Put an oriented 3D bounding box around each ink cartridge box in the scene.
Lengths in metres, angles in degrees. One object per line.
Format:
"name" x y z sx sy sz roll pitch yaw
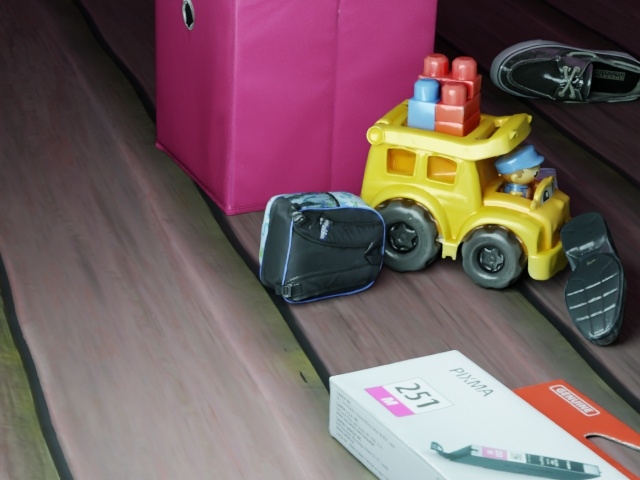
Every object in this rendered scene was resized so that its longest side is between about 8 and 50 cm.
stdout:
"ink cartridge box" 0.173 0.164 1.331 0.239 0.060 0.275 -11 26 -27

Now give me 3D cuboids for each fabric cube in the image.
"fabric cube" -0.036 -0.202 1.942 0.259 0.258 0.254 -8 25 -24

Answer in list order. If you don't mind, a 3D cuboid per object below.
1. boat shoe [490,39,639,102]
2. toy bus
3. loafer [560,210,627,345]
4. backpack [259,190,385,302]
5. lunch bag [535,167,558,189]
"boat shoe" 0.338 -0.223 2.269 0.219 0.077 0.070 -1 21 -13
"toy bus" 0.153 -0.077 1.720 0.220 0.211 0.149 12 23 19
"loafer" 0.272 0.045 1.632 0.062 0.061 0.170 -21 35 22
"backpack" 0.000 0.000 1.651 0.114 0.105 0.084 -4 24 -30
"lunch bag" 0.220 -0.049 1.867 0.083 0.053 0.071 -4 20 8
